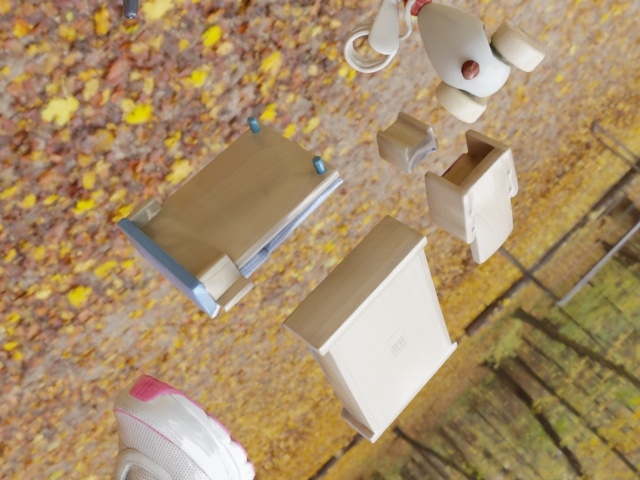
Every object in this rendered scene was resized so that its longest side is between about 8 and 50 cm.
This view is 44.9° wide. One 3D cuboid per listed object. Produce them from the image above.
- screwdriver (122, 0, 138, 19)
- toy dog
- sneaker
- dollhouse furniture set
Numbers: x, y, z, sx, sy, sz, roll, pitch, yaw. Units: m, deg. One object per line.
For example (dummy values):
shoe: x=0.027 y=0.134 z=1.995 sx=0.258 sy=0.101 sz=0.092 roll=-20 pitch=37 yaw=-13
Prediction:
screwdriver: x=-0.266 y=-0.390 z=1.080 sx=0.024 sy=0.169 sz=0.025 roll=-5 pitch=172 yaw=14
toy dog: x=0.166 y=-0.319 z=1.165 sx=0.161 sy=0.334 sz=0.220 roll=-22 pitch=137 yaw=-62
sneaker: x=-0.116 y=0.216 z=0.563 sx=0.111 sy=0.103 sz=0.252 roll=-33 pitch=127 yaw=-45
dollhouse furniture set: x=0.000 y=0.000 z=0.813 sx=0.286 sy=0.303 sz=0.198 roll=-45 pitch=144 yaw=-16
